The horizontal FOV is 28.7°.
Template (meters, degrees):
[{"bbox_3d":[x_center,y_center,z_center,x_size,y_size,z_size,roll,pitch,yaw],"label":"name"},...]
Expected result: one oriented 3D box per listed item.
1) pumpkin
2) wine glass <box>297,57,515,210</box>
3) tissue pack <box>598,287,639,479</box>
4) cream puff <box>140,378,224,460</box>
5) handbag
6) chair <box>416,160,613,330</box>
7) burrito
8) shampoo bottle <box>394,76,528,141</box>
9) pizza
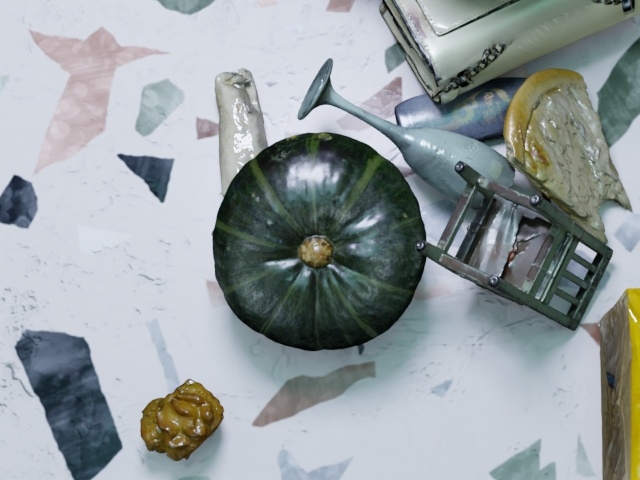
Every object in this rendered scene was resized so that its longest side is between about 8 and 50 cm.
[{"bbox_3d":[0.000,0.000,1.710,0.300,0.207,0.300,1,100,8],"label":"pumpkin"},{"bbox_3d":[0.145,-0.150,1.679,0.309,0.264,0.096,28,77,-10],"label":"wine glass"},{"bbox_3d":[0.564,0.219,1.615,0.382,0.228,0.293,2,77,5],"label":"tissue pack"},{"bbox_3d":[-0.192,0.245,1.720,0.094,0.122,0.116,42,42,5],"label":"cream puff"},{"bbox_3d":[0.279,-0.366,1.819,0.358,0.160,0.237,-25,60,-3],"label":"handbag"},{"bbox_3d":[0.265,0.011,1.697,0.147,0.270,0.136,26,91,35],"label":"chair"},{"bbox_3d":[-0.115,-0.144,1.838,0.087,0.060,0.226,-7,75,-3],"label":"burrito"},{"bbox_3d":[0.229,-0.187,1.835,0.233,0.049,0.087,-12,80,0],"label":"shampoo bottle"},{"bbox_3d":[0.353,-0.116,1.773,0.181,0.034,0.262,-28,89,-28],"label":"pizza"}]
